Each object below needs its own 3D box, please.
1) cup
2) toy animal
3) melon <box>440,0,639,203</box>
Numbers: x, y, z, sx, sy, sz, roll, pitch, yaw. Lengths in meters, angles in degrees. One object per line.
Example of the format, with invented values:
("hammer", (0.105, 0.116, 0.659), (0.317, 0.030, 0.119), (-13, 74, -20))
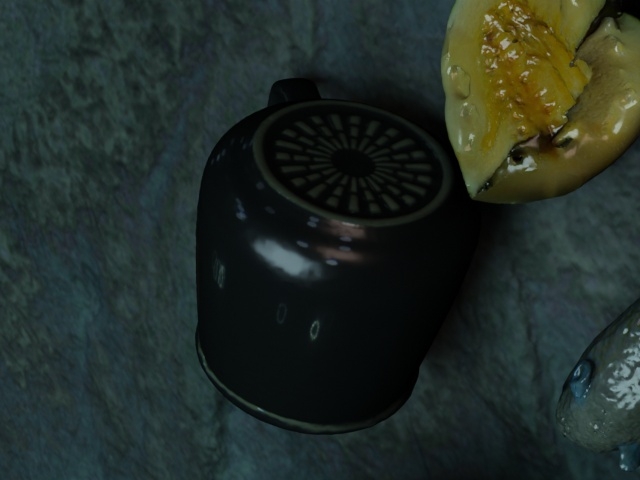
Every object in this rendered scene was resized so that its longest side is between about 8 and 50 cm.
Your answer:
("cup", (0.000, 0.000, 1.177), (0.223, 0.169, 0.177), (-108, 21, -48))
("toy animal", (0.206, 0.041, 1.034), (0.070, 0.079, 0.253), (35, 133, 1))
("melon", (0.132, -0.107, 1.054), (0.128, 0.079, 0.160), (62, 140, 31))
